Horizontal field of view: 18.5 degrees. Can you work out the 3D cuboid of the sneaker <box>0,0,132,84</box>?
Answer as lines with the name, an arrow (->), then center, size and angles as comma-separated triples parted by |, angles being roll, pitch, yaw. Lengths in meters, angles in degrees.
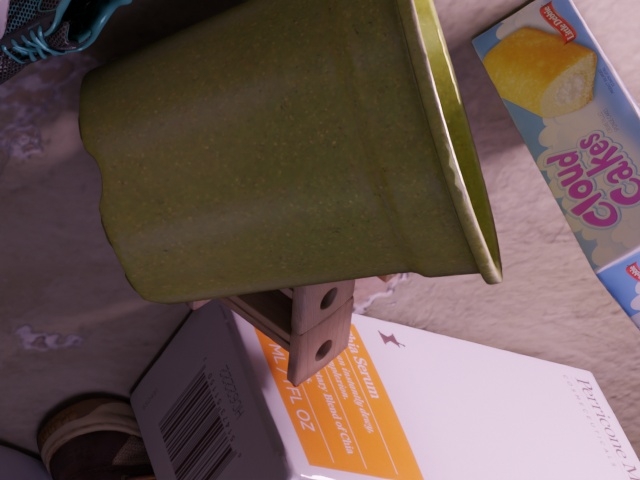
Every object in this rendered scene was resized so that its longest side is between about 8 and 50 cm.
sneaker -> -0.192, -0.153, 1.361 | 0.166, 0.076, 0.065 | -40, 135, 19

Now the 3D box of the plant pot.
plant pot -> -0.027, -0.069, 1.411 | 0.254, 0.276, 0.276 | -16, 139, 7

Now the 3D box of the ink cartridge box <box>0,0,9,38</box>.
ink cartridge box -> -0.322, -0.218, 1.197 | 0.296, 0.066, 0.261 | -13, 140, -31

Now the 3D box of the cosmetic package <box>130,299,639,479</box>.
cosmetic package -> 0.081, 0.207, 1.747 | 0.453, 0.230, 0.161 | 15, 125, -36

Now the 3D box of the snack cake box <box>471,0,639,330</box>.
snack cake box -> 0.225, -0.052, 1.513 | 0.089, 0.264, 0.152 | -31, 138, 10

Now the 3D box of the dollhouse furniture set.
dollhouse furniture set -> 0.000, 0.000, 1.602 | 0.184, 0.129, 0.129 | -36, 148, -33

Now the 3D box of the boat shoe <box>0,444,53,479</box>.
boat shoe -> -0.235, 0.282, 1.775 | 0.102, 0.108, 0.301 | -37, 137, 19

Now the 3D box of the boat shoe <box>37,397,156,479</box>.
boat shoe -> -0.105, 0.249, 1.784 | 0.123, 0.123, 0.342 | -42, 135, 20
